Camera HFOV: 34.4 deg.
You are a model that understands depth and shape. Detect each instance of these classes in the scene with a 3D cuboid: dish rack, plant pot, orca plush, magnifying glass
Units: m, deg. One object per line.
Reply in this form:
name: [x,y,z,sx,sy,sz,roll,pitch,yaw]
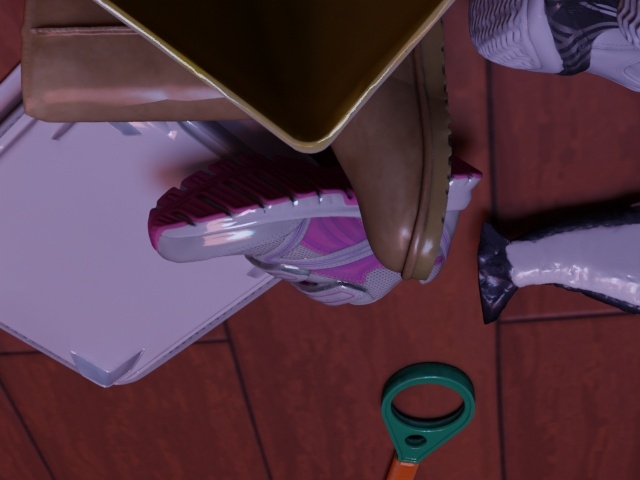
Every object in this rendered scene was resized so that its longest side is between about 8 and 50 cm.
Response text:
dish rack: [-0.177,-0.002,0.853,0.285,0.072,0.333,37,124,-26]
plant pot: [-0.030,-0.213,0.543,0.212,0.187,0.212,35,106,-26]
orca plush: [0.275,0.038,0.842,0.287,0.151,0.102,-12,162,10]
magnifying glass: [0.095,0.206,1.061,0.092,0.026,0.231,8,131,-4]

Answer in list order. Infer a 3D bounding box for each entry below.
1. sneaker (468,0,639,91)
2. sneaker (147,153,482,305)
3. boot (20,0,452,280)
sneaker: [0.238,-0.144,0.551,0.210,0.366,0.137,9,93,-16]
sneaker: [0.000,0.000,0.760,0.252,0.103,0.111,-5,113,-18]
boot: [-0.056,-0.087,0.670,0.269,0.236,0.089,2,153,-2]
